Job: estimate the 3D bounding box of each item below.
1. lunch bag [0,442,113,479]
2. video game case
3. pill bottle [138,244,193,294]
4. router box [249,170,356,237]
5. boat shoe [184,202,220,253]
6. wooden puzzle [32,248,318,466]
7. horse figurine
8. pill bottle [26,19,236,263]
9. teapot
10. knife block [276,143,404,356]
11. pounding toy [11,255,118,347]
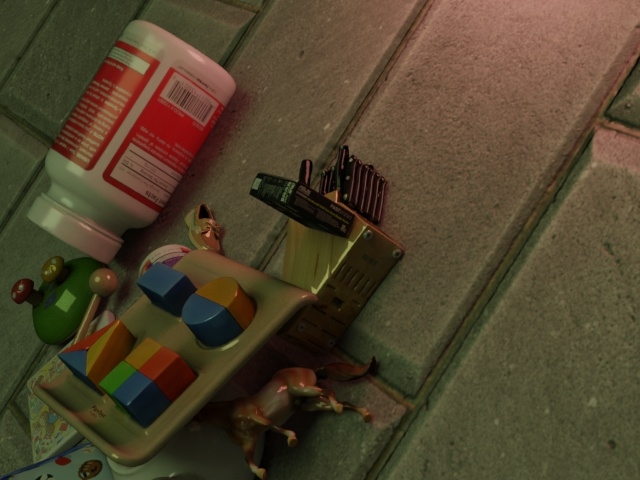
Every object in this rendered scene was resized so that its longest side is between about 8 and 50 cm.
[{"bbox_3d":[-0.378,0.455,1.652,0.243,0.115,0.303,-19,42,-9],"label":"lunch bag"},{"bbox_3d":[-0.434,0.263,1.997,0.227,0.026,0.206,-41,41,19],"label":"video game case"},{"bbox_3d":[-0.216,0.098,1.817,0.108,0.108,0.193,-50,39,9],"label":"pill bottle"},{"bbox_3d":[-0.024,-0.049,1.564,0.092,0.122,0.038,15,80,50],"label":"router box"},{"bbox_3d":[-0.196,-0.019,1.923,0.045,0.050,0.135,-51,38,15],"label":"boat shoe"},{"bbox_3d":[-0.219,0.132,1.575,0.348,0.080,0.322,-41,30,-20],"label":"wooden puzzle"},{"bbox_3d":[-0.048,0.224,1.520,0.263,0.066,0.174,-26,30,-28],"label":"horse figurine"},{"bbox_3d":[-0.348,-0.172,2.047,0.229,0.229,0.407,29,86,52],"label":"pill bottle"},{"bbox_3d":[-0.217,0.278,1.615,0.256,0.187,0.252,-11,50,46],"label":"teapot"},{"bbox_3d":[0.000,0.000,1.675,0.275,0.088,0.242,-54,38,4],"label":"knife block"},{"bbox_3d":[-0.484,0.094,2.078,0.237,0.110,0.183,16,72,57],"label":"pounding toy"}]
